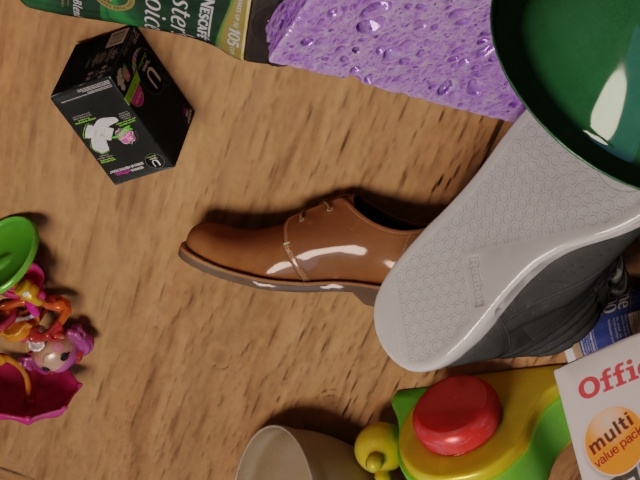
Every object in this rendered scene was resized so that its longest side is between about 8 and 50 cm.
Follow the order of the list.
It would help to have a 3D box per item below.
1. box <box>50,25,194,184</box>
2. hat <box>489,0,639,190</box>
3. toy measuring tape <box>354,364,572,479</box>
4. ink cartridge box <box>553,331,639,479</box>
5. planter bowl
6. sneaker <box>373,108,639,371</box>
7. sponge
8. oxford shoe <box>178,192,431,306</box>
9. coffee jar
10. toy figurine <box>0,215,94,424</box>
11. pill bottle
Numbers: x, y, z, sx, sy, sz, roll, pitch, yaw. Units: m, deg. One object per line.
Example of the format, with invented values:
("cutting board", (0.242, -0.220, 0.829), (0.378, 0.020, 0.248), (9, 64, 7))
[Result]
("box", (-0.133, -0.092, 1.094), (0.052, 0.062, 0.083), (-14, 127, 26))
("hat", (0.194, -0.152, 0.825), (0.208, 0.173, 0.183), (44, 145, 9))
("toy measuring tape", (0.175, 0.155, 1.210), (0.330, 0.121, 0.121), (-9, 130, 24))
("ink cartridge box", (0.281, 0.169, 1.012), (0.171, 0.232, 0.168), (-27, 151, 29))
("planter bowl", (0.007, 0.234, 1.325), (0.109, 0.162, 0.162), (5, 142, -26))
("sneaker", (0.175, -0.021, 1.042), (0.296, 0.104, 0.147), (-44, 154, 27))
("sponge", (0.084, -0.130, 0.957), (0.210, 0.031, 0.117), (11, 140, -28))
("oxford shoe", (0.000, 0.000, 1.156), (0.212, 0.076, 0.076), (5, 105, 15))
("coffee jar", (-0.090, -0.171, 0.991), (0.184, 0.079, 0.096), (14, 136, 3))
("toy figurine", (-0.245, 0.077, 1.286), (0.173, 0.130, 0.159), (-35, 134, 12))
("pill bottle", (0.236, 0.062, 1.132), (0.120, 0.067, 0.067), (-21, 124, 33))
